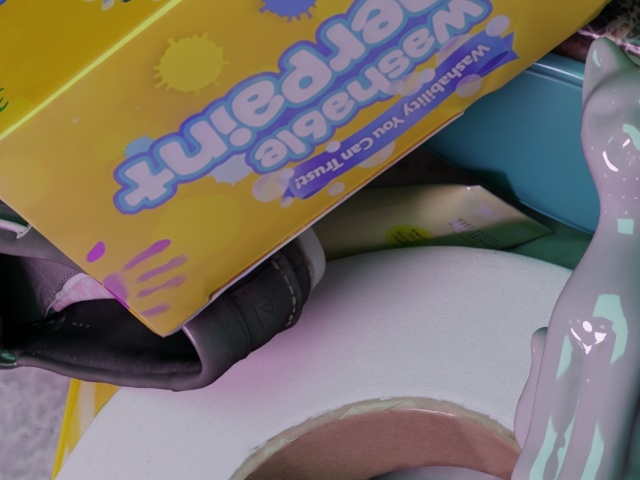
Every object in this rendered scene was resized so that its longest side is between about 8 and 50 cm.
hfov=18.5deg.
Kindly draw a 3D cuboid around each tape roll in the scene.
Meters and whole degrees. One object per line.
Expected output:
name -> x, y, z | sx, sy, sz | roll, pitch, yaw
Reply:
tape roll -> 0.032, 0.182, 0.947 | 0.392, 0.072, 0.392 | -11, 55, 16

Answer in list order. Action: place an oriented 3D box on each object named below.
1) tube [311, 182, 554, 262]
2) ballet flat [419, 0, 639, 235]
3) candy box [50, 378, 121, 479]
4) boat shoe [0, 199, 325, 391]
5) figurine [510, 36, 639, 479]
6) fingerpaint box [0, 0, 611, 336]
tube -> 0.000, 0.000, 1.076 | 0.240, 0.070, 0.062 | -9, 112, 28
ballet flat -> 0.250, -0.040, 0.937 | 0.483, 0.164, 0.182 | 29, 67, 26
candy box -> -0.113, 0.174, 1.109 | 0.105, 0.027, 0.206 | 1, 74, 31
boat shoe -> -0.150, 0.022, 1.042 | 0.335, 0.112, 0.095 | -1, 37, 40
figurine -> 0.186, 0.023, 0.828 | 0.215, 0.092, 0.209 | 13, 98, 30
fingerpaint box -> 0.003, -0.235, 0.943 | 0.445, 0.163, 0.371 | -36, 45, 9
